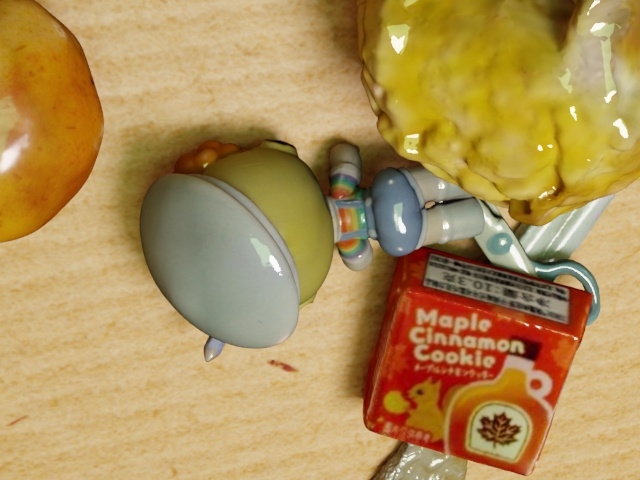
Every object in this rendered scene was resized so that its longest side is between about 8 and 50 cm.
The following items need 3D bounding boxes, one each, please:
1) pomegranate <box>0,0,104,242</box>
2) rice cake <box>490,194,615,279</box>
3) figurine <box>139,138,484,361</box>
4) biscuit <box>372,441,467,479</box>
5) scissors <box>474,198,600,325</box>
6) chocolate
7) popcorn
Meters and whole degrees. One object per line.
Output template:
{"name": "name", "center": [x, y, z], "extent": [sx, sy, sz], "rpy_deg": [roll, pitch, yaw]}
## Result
{"name": "pomegranate", "center": [-0.337, -0.117, 0.939], "extent": [0.264, 0.264, 0.264], "rpy_deg": [-5, 111, -13]}
{"name": "rice cake", "center": [0.278, 0.007, 1.260], "extent": [0.085, 0.040, 0.226], "rpy_deg": [29, 101, -20]}
{"name": "figurine", "center": [-0.003, -0.030, 1.091], "extent": [0.381, 0.205, 0.225], "rpy_deg": [-25, 109, -7]}
{"name": "biscuit", "center": [0.121, 0.349, 1.351], "extent": [0.141, 0.038, 0.290], "rpy_deg": [31, 96, -26]}
{"name": "scissors", "center": [0.220, 0.007, 1.213], "extent": [0.138, 0.041, 0.289], "rpy_deg": [-33, 103, 17]}
{"name": "chocolate", "center": [0.179, 0.148, 1.203], "extent": [0.237, 0.108, 0.235], "rpy_deg": [17, 114, 7]}
{"name": "popcorn", "center": [0.240, -0.213, 1.016], "extent": [0.390, 0.354, 0.344], "rpy_deg": [-6, 125, 32]}
